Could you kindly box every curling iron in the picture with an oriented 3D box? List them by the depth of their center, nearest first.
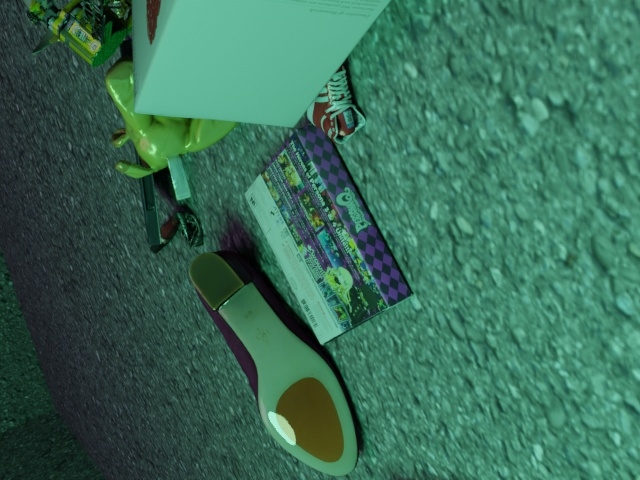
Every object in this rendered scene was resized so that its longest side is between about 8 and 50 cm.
[{"bbox_3d":[-0.268,-0.003,1.558,0.274,0.035,0.068,-19,94,62],"label":"curling iron"}]

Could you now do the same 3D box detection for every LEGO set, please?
[{"bbox_3d":[-0.258,-0.370,0.987,0.192,0.255,0.331,41,169,-4],"label":"LEGO set"}]

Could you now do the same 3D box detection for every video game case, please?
[{"bbox_3d":[0.000,0.000,1.076,0.232,0.042,0.210,62,153,7],"label":"video game case"},{"bbox_3d":[-0.292,-0.157,1.420,0.196,0.026,0.274,-112,16,-49],"label":"video game case"}]

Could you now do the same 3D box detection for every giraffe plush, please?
[{"bbox_3d":[-0.217,-0.178,1.202,0.170,0.181,0.210,-141,54,-61],"label":"giraffe plush"}]

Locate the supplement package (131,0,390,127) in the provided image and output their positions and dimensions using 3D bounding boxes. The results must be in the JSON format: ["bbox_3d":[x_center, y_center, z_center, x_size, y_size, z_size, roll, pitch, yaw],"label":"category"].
[{"bbox_3d":[-0.063,-0.247,0.796,0.293,0.175,0.177,137,131,-61],"label":"supplement package"}]

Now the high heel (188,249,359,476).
[{"bbox_3d":[-0.058,0.171,1.293,0.377,0.127,0.181,59,-179,5],"label":"high heel"}]

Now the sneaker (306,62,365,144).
[{"bbox_3d":[0.018,-0.155,0.924,0.067,0.042,0.118,50,154,32],"label":"sneaker"}]

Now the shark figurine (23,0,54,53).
[{"bbox_3d":[-0.567,-0.481,1.639,0.166,0.116,0.278,3,112,62],"label":"shark figurine"}]
